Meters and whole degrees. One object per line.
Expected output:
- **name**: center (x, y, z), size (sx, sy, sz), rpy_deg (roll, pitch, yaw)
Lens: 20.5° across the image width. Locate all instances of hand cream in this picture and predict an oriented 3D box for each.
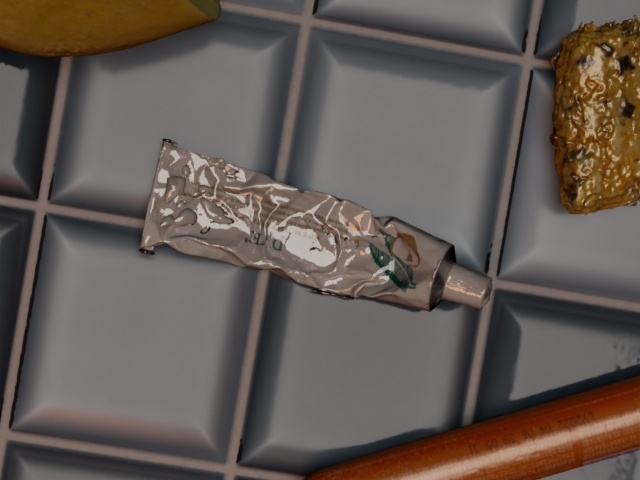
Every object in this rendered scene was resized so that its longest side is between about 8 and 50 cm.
- **hand cream**: center (0.000, 0.000, 1.271), size (0.257, 0.050, 0.084), rpy_deg (15, 87, 0)

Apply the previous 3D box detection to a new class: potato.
- **potato**: center (-0.186, -0.205, 1.201), size (0.158, 0.178, 0.203), rpy_deg (-26, 119, 10)

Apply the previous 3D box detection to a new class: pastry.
- **pastry**: center (0.205, -0.091, 1.287), size (0.080, 0.056, 0.140), rpy_deg (-7, 89, -17)

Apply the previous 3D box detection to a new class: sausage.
- **sausage**: center (0.141, 0.151, 1.284), size (0.348, 0.053, 0.053), rpy_deg (-15, 92, -5)
